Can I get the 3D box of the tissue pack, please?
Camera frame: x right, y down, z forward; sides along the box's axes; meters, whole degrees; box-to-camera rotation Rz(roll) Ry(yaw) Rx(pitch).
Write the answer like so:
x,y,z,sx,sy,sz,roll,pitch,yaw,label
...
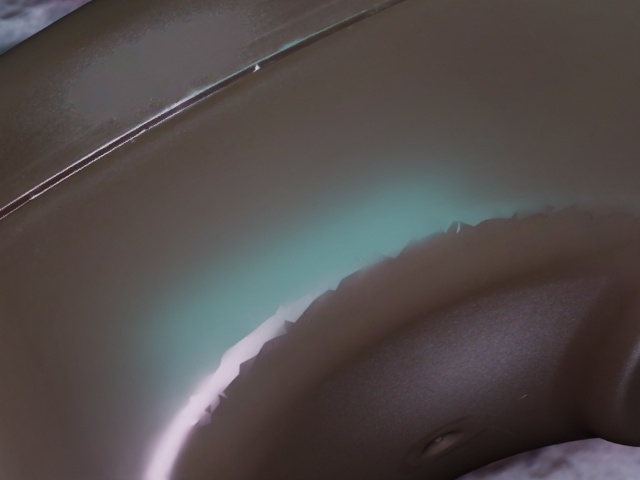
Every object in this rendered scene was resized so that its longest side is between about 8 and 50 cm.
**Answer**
x,y,z,sx,sy,sz,roll,pitch,yaw,label
0.000,0.000,0.560,0.387,0.267,0.277,-29,65,-4,tissue pack
